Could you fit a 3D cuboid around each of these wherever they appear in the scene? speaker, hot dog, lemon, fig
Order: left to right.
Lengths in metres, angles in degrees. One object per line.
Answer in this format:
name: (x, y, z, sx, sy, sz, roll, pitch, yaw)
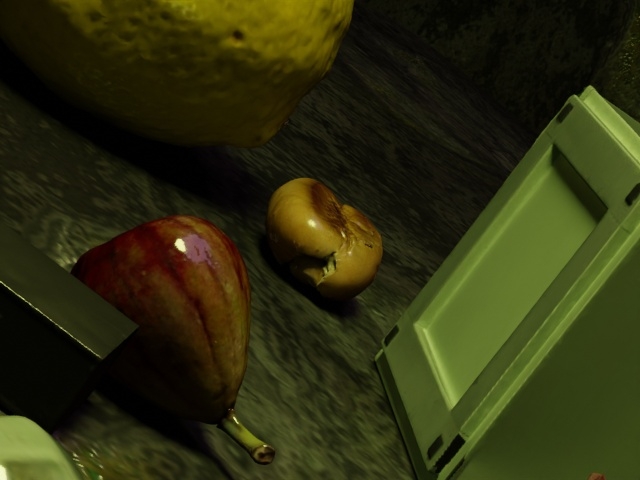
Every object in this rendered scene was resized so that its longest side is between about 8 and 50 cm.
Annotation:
speaker: (-0.180, -0.007, 0.811, 0.218, 0.044, 0.082, 37, 11, -1)
lemon: (-0.103, -0.191, 1.321, 0.320, 0.245, 0.245, 34, 10, -39)
fig: (-0.062, 0.052, 0.890, 0.125, 0.089, 0.089, 65, 15, 6)
hot dog: (-0.002, -0.001, 1.331, 0.090, 0.060, 0.140, 38, 17, -14)

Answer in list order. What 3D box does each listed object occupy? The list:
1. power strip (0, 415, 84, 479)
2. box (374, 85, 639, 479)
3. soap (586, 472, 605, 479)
power strip: (-0.129, 0.088, 0.453, 0.257, 0.092, 0.251, 15, 27, -54)
box: (0.151, 0.047, 1.140, 0.117, 0.225, 0.225, 33, 11, -15)
soap: (0.126, 0.200, 0.740, 0.182, 0.112, 0.289, 35, 12, 9)
